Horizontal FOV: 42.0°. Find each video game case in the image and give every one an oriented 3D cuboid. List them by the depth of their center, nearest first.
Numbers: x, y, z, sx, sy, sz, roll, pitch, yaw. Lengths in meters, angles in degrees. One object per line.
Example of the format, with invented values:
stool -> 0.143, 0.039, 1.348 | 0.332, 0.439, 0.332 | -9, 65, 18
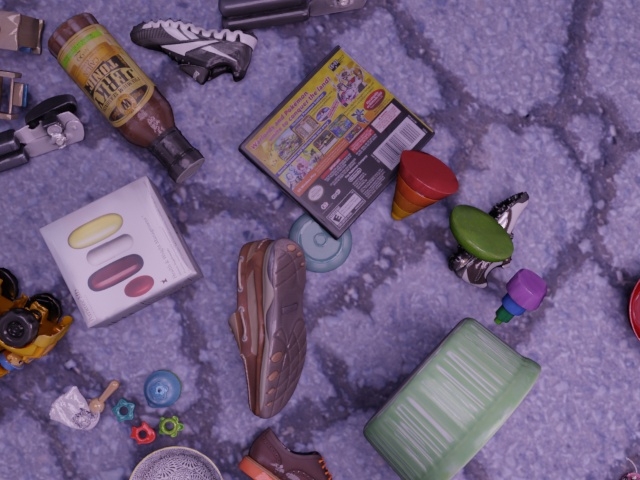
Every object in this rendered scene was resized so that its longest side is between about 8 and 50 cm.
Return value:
video game case -> 0.031, -0.183, 1.540 | 0.248, 0.035, 0.275 | 43, 80, 2

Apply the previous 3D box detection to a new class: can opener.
can opener -> -0.566, -0.176, 1.522 | 0.280, 0.074, 0.093 | -23, 52, -5
can opener -> -0.051, -0.460, 1.565 | 0.283, 0.076, 0.095 | -10, 53, -2

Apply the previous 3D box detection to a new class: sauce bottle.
sauce bottle -> -0.344, -0.254, 1.506 | 0.111, 0.111, 0.344 | -43, 88, -5

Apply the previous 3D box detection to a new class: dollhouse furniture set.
dollhouse furniture set -> -0.591, -0.320, 1.503 | 0.129, 0.129, 0.183 | 9, 100, -1

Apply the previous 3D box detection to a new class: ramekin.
ramekin -> 0.210, 0.271, 1.394 | 0.148, 0.303, 0.303 | 43, 85, 10

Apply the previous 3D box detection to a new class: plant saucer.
plant saucer -> 0.000, 0.000, 1.541 | 0.119, 0.021, 0.119 | 0, 86, -2

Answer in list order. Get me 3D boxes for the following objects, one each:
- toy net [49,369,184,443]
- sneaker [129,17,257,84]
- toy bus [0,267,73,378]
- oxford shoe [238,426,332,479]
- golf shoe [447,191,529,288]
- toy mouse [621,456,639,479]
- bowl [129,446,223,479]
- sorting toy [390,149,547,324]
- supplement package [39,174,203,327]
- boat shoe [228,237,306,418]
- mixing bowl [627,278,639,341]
toy net -> -0.363, 0.307, 1.494 | 0.232, 0.045, 0.122 | -8, 87, -1
sneaker -> -0.237, -0.343, 1.533 | 0.234, 0.078, 0.106 | 7, 83, -3
toy bus -> -0.579, 0.173, 1.455 | 0.220, 0.149, 0.211 | 28, 98, -2
oxford shoe -> -0.007, 0.431, 1.470 | 0.271, 0.097, 0.098 | 32, 79, 1
golf shoe -> 0.326, 0.000, 1.530 | 0.094, 0.077, 0.198 | 41, 95, -2
toy mouse -> 0.586, 0.476, 1.516 | 0.143, 0.031, 0.161 | -43, 88, -5
bowl -> -0.249, 0.442, 1.466 | 0.170, 0.080, 0.170 | 0, 85, -1
sorting toy -> 0.238, 0.004, 1.470 | 0.365, 0.127, 0.126 | 52, 127, 23
supplement package -> -0.343, 0.024, 1.463 | 0.203, 0.149, 0.194 | -28, 87, -5
boat shoe -> -0.100, 0.153, 1.490 | 0.116, 0.123, 0.324 | 7, 94, 32
mixing bowl -> 0.632, 0.128, 1.513 | 0.181, 0.098, 0.181 | 0, 86, -2
